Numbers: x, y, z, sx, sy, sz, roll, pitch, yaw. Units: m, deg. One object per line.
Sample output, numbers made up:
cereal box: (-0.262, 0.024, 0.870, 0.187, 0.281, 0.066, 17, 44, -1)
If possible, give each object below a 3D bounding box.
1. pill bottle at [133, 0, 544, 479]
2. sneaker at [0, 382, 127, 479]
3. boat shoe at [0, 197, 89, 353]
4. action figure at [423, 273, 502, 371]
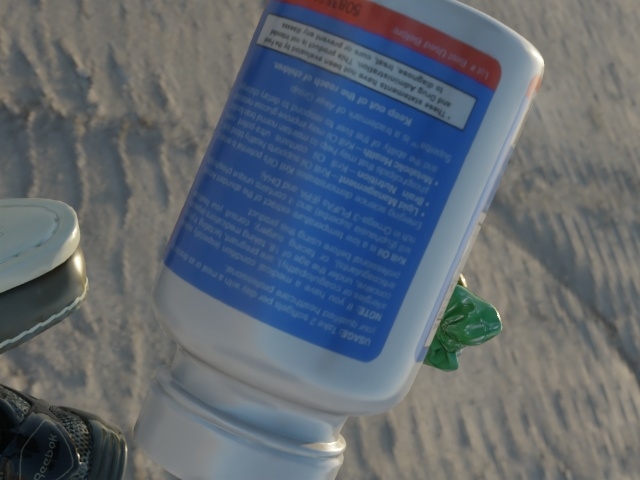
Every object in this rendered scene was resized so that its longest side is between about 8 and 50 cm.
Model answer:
pill bottle: (0.000, 0.000, 0.534, 0.124, 0.124, 0.221, 19, 95, -52)
sneaker: (-0.230, 0.116, 0.744, 0.130, 0.227, 0.087, 32, 70, -38)
boat shoe: (-0.248, 0.068, 0.605, 0.109, 0.305, 0.091, -106, 175, -65)
action figure: (0.053, 0.022, 0.794, 0.232, 0.063, 0.137, -137, -149, -65)
